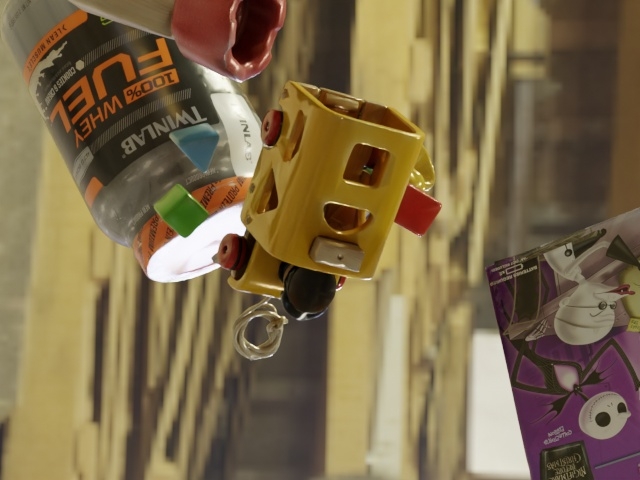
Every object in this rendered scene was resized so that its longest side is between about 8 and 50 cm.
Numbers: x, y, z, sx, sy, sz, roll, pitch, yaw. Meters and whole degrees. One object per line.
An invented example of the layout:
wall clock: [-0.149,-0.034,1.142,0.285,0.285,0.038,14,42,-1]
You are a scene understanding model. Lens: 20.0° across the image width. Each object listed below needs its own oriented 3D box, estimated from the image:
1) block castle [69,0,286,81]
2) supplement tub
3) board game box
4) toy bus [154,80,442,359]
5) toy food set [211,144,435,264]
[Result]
block castle: [-0.034,-0.370,1.272,0.303,0.213,0.453,-49,149,-45]
supplement tub: [-0.174,-0.129,1.816,0.316,0.194,0.193,60,-2,19]
board game box: [0.293,0.052,1.242,0.056,0.347,0.208,35,37,-55]
toy bus: [-0.001,-0.012,1.316,0.202,0.191,0.104,62,-7,-28]
toy food set: [0.022,-0.006,1.713,0.071,0.218,0.128,59,12,26]
